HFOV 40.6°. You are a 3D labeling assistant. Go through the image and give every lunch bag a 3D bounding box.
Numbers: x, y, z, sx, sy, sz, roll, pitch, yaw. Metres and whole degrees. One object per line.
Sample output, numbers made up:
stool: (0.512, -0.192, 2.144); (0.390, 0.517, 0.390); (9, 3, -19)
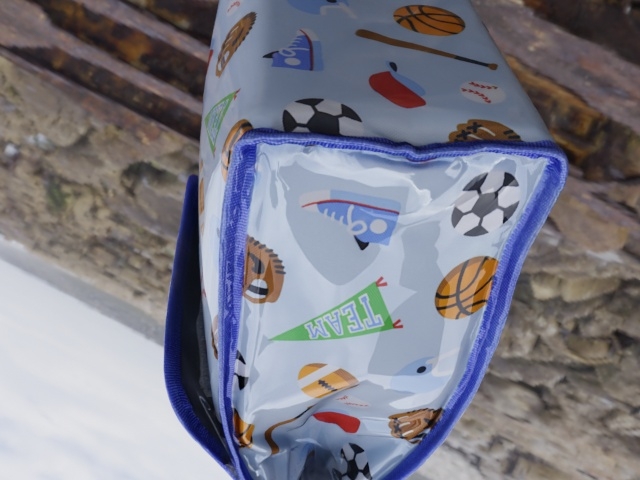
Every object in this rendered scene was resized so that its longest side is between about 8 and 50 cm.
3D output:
lunch bag: (0.000, 0.000, 0.704); (0.239, 0.327, 0.385); (3, 129, -7)
